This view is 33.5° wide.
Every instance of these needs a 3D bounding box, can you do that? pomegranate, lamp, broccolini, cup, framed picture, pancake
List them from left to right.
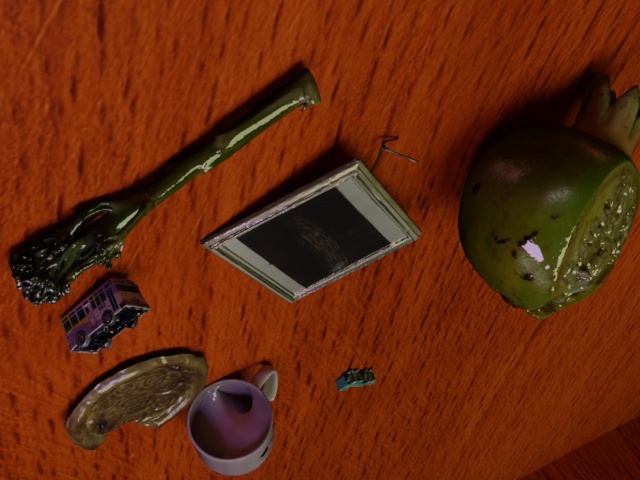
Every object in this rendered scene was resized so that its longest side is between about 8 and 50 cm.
[{"bbox_3d":[-0.265,0.232,1.559,0.235,0.029,0.212,-17,148,-33],"label":"pancake"},{"bbox_3d":[-0.161,-0.052,1.137,0.392,0.074,0.079,-35,161,6],"label":"broccolini"},{"bbox_3d":[-0.138,0.292,1.723,0.134,0.173,0.142,1,152,2],"label":"cup"},{"bbox_3d":[0.000,0.000,1.430,0.231,0.018,0.293,-28,155,11],"label":"framed picture"},{"bbox_3d":[0.070,-0.084,1.393,0.054,0.041,0.121,2,141,-37],"label":"lamp"},{"bbox_3d":[0.329,-0.074,1.527,0.310,0.216,0.358,24,89,-59],"label":"pomegranate"}]

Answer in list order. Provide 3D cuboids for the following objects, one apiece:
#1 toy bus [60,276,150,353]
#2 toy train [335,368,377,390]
[{"bbox_3d":[-0.261,0.089,1.287,0.102,0.058,0.052,-38,154,21],"label":"toy bus"},{"bbox_3d":[0.069,0.261,1.981,0.045,0.029,0.092,-38,156,27],"label":"toy train"}]
